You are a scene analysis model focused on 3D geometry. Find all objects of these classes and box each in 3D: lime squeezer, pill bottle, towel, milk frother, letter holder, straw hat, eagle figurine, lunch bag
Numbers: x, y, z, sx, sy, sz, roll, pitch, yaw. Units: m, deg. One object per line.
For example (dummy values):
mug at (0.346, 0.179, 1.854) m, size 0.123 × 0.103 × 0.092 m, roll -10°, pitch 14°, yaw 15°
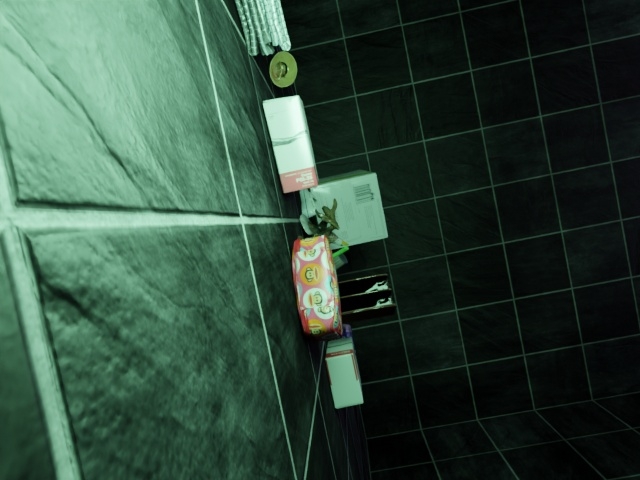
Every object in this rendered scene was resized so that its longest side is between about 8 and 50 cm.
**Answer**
lime squeezer at (0.002, 0.121, 1.711) m, size 0.058 × 0.110 × 0.310 m, roll 62°, pitch -38°, yaw 35°
pill bottle at (0.103, 0.494, 1.960) m, size 0.112 × 0.112 × 0.186 m, roll 71°, pitch 8°, yaw -67°
towel at (-0.178, -0.684, 1.195) m, size 0.235 × 0.121 × 0.283 m, roll -99°, pitch 175°, yaw -56°
milk frother at (0.053, 0.127, 2.154) m, size 0.129 × 0.135 × 0.143 m, roll 39°, pitch 23°, yaw -32°
letter holder at (0.127, 0.225, 1.624) m, size 0.214 × 0.302 × 0.151 m, roll 68°, pitch 11°, yaw -71°
straw hat at (-0.171, -0.706, 1.740) m, size 0.061 × 0.144 × 0.144 m, roll 20°, pitch -46°, yaw 43°
eagle figurine at (0.010, 0.006, 1.820) m, size 0.226 × 0.225 × 0.298 m, roll -34°, pitch 157°, yaw -44°
lunch bag at (0.001, 0.150, 1.255) m, size 0.258 × 0.120 × 0.293 m, roll 65°, pitch 17°, yaw -67°

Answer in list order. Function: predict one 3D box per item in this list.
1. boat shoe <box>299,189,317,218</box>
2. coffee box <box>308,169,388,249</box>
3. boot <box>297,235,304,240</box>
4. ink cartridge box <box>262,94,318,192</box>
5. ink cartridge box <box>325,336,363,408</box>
boat shoe at (-0.050, -0.178, 1.956) m, size 0.226 × 0.076 × 0.083 m, roll -98°, pitch 176°, yaw -46°
coffee box at (0.119, -0.169, 2.216) m, size 0.334 × 0.338 × 0.337 m, roll -128°, pitch -155°, yaw -75°
boot at (-0.058, 0.051, 1.434) m, size 0.114 × 0.037 × 0.106 m, roll -105°, pitch -177°, yaw -57°
ink cartridge box at (-0.090, -0.312, 1.367) m, size 0.207 × 0.117 × 0.282 m, roll -87°, pitch 166°, yaw -76°
ink cartridge box at (0.096, 0.524, 1.705) m, size 0.273 × 0.114 × 0.196 m, roll -11°, pitch 89°, yaw -88°
